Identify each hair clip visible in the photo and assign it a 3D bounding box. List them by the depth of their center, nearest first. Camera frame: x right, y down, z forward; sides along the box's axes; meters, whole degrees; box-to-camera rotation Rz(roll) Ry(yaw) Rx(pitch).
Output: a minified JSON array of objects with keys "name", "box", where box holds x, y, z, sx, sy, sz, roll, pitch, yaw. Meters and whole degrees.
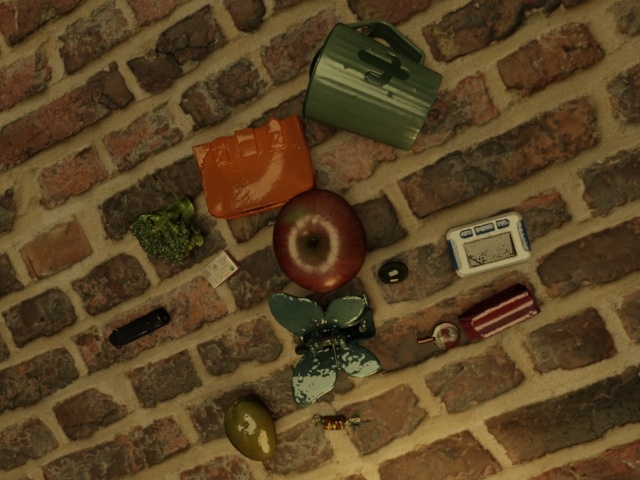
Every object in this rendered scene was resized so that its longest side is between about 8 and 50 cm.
[{"name":"hair clip","box":[0.033,0.316,1.677,0.318,0.238,0.392,-15,94,10]}]

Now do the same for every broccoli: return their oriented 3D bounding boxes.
[{"name":"broccoli","box":[-0.554,-0.045,1.796,0.288,0.248,0.245,35,63,15]}]

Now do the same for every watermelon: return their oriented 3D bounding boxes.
[{"name":"watermelon","box":[0.253,0.114,1.711,0.111,0.078,0.078,-14,92,11]}]

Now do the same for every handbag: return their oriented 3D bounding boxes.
[{"name":"handbag","box":[-0.233,-0.256,1.748,0.410,0.116,0.303,-14,89,10]}]

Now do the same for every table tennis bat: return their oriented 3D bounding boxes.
[{"name":"table tennis bat","box":[0.420,0.344,1.731,0.155,0.019,0.098,-15,92,7]}]

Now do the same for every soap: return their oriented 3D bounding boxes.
[{"name":"soap","box":[0.588,0.247,1.620,0.250,0.162,0.099,-30,89,9]}]

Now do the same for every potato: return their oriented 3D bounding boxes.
[{"name":"potato","box":[-0.249,0.702,1.798,0.174,0.159,0.251,-24,99,34]}]

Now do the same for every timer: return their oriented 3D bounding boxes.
[{"name":"timer","box":[0.566,0.013,1.651,0.253,0.078,0.178,-15,94,11]}]

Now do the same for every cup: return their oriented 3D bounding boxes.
[{"name":"cup","box":[0.175,-0.522,1.568,0.392,0.310,0.400,23,99,2]}]

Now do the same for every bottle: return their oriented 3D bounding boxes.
[{"name":"bottle","box":[-0.706,0.338,1.887,0.244,0.072,0.082,-28,78,10]}]

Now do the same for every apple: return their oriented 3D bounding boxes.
[{"name":"apple","box":[0.000,0.000,1.645,0.345,0.269,0.344,1,93,13]}]

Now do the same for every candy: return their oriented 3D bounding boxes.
[{"name":"candy","box":[0.056,0.675,1.799,0.182,0.046,0.053,-4,92,12]}]

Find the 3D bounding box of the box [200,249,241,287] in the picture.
[{"name":"box","box":[-0.374,0.107,1.829,0.125,0.043,0.089,-39,87,10]}]
